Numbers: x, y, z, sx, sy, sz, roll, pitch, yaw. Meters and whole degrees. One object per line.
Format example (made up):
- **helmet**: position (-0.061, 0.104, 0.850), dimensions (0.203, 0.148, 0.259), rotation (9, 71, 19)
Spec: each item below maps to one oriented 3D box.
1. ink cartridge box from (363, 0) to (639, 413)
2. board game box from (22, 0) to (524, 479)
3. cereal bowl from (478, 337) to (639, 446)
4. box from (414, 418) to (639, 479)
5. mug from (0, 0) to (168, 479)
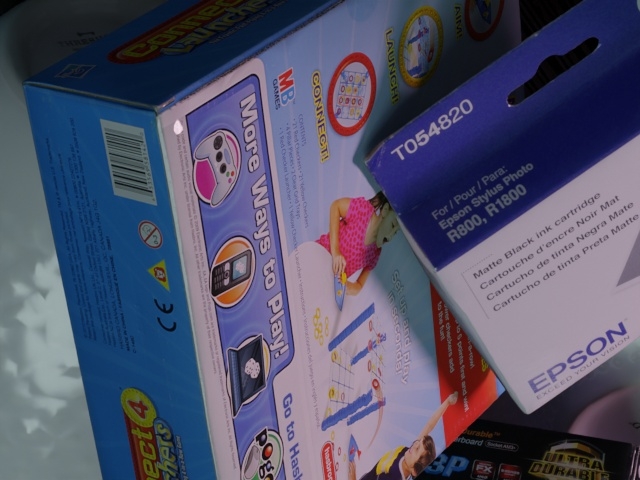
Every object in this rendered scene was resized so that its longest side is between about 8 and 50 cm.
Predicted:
- **ink cartridge box**: position (0.158, -0.031, 0.982), dimensions (0.223, 0.045, 0.224), rotation (-35, 138, 1)
- **board game box**: position (0.000, 0.000, 0.980), dimensions (0.086, 0.302, 0.308), rotation (14, 125, 34)
- **cereal bowl**: position (0.239, 0.085, 1.200), dimensions (0.339, 0.141, 0.339), rotation (7, 139, 6)
- **box**: position (0.104, 0.164, 1.167), dimensions (0.220, 0.051, 0.175), rotation (7, 156, 21)
- **mug**: position (-0.106, 0.020, 1.145), dimensions (0.374, 0.276, 0.328), rotation (-3, 135, -29)
